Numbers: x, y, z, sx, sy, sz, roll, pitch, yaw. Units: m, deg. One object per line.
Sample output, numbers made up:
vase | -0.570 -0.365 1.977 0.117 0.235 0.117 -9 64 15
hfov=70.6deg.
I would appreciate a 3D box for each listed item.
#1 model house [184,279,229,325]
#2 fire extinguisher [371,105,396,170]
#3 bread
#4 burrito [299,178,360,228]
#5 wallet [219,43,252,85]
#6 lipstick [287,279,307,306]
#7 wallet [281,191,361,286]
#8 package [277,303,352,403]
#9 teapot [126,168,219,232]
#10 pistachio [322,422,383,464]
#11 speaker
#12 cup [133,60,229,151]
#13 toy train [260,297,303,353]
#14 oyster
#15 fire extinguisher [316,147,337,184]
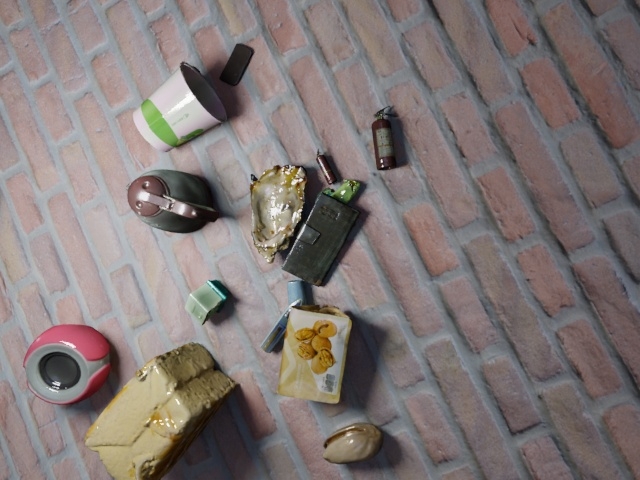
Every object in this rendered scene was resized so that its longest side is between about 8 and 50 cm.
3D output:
model house | -0.409 0.218 1.677 0.100 0.149 0.127 42 139 6
fire extinguisher | 0.235 -0.370 1.622 0.099 0.071 0.230 -4 86 -19
bread | -0.530 0.589 1.558 0.279 0.371 0.390 38 93 8
burrito | 0.021 -0.128 1.654 0.288 0.054 0.104 -43 80 7
wallet | -0.325 -0.676 1.744 0.082 0.018 0.156 26 92 10
lipstick | -0.076 0.282 1.650 0.068 0.061 0.273 -7 92 8
wallet | 0.000 0.000 1.622 0.169 0.044 0.316 27 99 -11
package | -0.018 0.383 1.588 0.222 0.165 0.310 8 95 2
teapot | -0.514 -0.130 1.610 0.315 0.312 0.233 19 93 10
pistachio | 0.113 0.710 1.574 0.224 0.126 0.152 -18 121 9
speaker | -0.931 0.462 1.681 0.295 0.294 0.293 0 88 9
cup | -0.524 -0.476 1.666 0.274 0.253 0.253 -30 84 14
toy train | -0.137 0.302 1.623 0.055 0.048 0.251 39 114 12
oyster | -0.138 -0.098 1.649 0.222 0.096 0.360 -5 85 22
fire extinguisher | 0.017 -0.270 1.659 0.039 0.056 0.132 -26 87 -19
